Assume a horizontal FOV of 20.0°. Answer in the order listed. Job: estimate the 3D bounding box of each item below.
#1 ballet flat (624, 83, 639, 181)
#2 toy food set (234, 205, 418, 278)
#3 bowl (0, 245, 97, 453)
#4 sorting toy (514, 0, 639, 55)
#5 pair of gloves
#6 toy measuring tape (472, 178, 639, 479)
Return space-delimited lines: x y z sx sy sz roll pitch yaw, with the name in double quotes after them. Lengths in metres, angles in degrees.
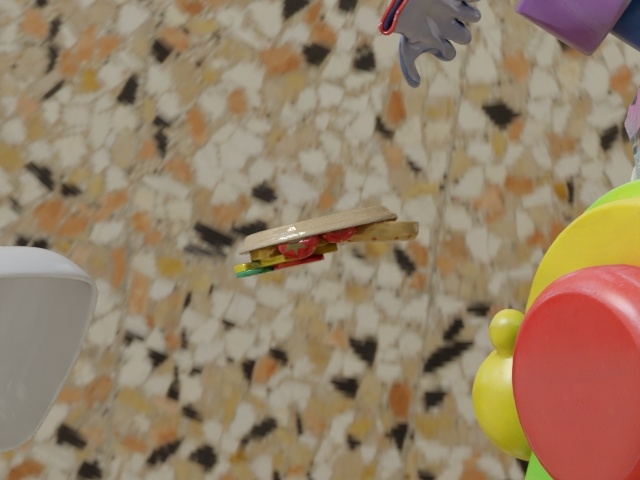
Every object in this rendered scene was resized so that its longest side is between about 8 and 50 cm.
0.193 -0.027 0.947 0.077 0.221 0.079 18 120 -6 "ballet flat"
0.000 0.000 0.887 0.082 0.083 0.020 -15 88 51 "toy food set"
-0.203 0.056 0.976 0.053 0.142 0.142 54 130 34 "bowl"
0.201 -0.172 0.745 0.126 0.365 0.127 33 139 1 "sorting toy"
0.105 -0.194 1.260 0.023 0.159 0.198 34 103 19 "pair of gloves"
0.151 0.033 0.483 0.121 0.330 0.121 2 87 -34 "toy measuring tape"
